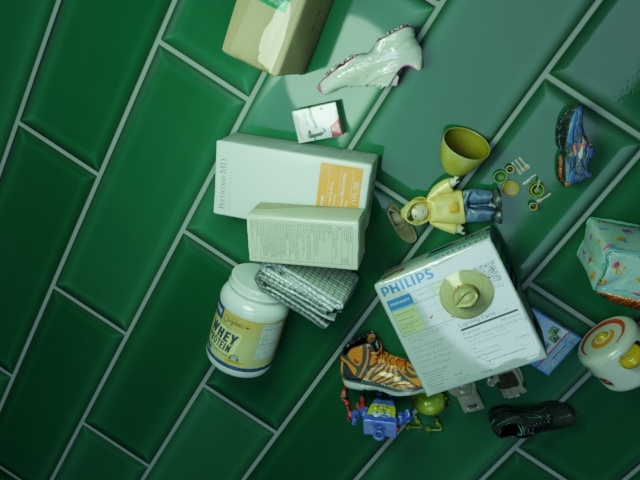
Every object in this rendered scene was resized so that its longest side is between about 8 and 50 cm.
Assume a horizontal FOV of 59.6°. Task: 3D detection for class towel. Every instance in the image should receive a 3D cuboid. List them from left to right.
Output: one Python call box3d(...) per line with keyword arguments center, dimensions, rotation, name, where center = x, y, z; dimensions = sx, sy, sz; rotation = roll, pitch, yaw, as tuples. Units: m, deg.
box3d(center=(-0.040, 0.121, 1.711), dimensions=(0.284, 0.235, 0.121), rotation=(31, 116, 2), name="towel")

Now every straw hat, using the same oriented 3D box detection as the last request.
box3d(center=(0.380, 0.148, 1.459), dimensions=(0.144, 0.061, 0.144), rotation=(3, 102, 14), name="straw hat")

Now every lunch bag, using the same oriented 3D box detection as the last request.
box3d(center=(0.851, 0.050, 1.481), dimensions=(0.262, 0.223, 0.160), rotation=(9, 117, 9), name="lunch bag")

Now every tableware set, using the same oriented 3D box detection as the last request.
box3d(center=(0.570, -0.153, 1.585), dimensions=(0.104, 0.024, 0.154), rotation=(-39, 97, 22), name="tableware set")

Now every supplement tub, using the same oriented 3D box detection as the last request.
box3d(center=(-0.228, 0.254, 1.802), dimensions=(0.228, 0.228, 0.316), rotation=(20, 112, 6), name="supplement tub")

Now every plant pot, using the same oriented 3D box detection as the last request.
box3d(center=(0.388, -0.235, 1.554), dimensions=(0.134, 0.134, 0.095), rotation=(24, 139, 4), name="plant pot")

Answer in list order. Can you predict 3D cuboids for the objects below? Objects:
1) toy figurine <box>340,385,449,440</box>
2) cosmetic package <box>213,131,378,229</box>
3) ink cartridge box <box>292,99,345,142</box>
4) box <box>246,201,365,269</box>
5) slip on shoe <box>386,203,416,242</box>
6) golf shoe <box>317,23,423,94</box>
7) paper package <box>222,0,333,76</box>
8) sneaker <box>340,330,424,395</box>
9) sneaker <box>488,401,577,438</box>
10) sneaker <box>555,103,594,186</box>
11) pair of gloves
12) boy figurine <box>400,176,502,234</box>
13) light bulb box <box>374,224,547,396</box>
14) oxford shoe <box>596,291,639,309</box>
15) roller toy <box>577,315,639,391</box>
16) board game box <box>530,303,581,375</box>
box3d(center=(0.229, 0.597, 1.821), dimensions=(0.363, 0.217, 0.191), rotation=(5, 110, 12), name="toy figurine")
box3d(center=(-0.073, -0.168, 1.656), dimensions=(0.453, 0.161, 0.230), rotation=(10, 111, 10), name="cosmetic package")
box3d(center=(-0.006, -0.346, 1.634), dimensions=(0.135, 0.056, 0.099), rotation=(-9, 107, 15), name="ink cartridge box")
box3d(center=(-0.036, -0.016, 1.549), dimensions=(0.311, 0.121, 0.148), rotation=(5, 113, 12), name="box")
box3d(center=(0.244, -0.047, 1.688), dimensions=(0.051, 0.041, 0.135), rotation=(-27, 101, 20), name="slip on shoe")
box3d(center=(0.137, -0.462, 1.534), dimensions=(0.306, 0.115, 0.140), rotation=(-25, 105, 21), name="golf shoe")
box3d(center=(-0.087, -0.600, 1.429), dimensions=(0.168, 0.309, 0.325), rotation=(26, 111, 3), name="paper package")
box3d(center=(0.214, 0.392, 1.803), dimensions=(0.321, 0.124, 0.180), rotation=(-2, 109, 14), name="sneaker")
box3d(center=(0.676, 0.585, 1.773), dimensions=(0.267, 0.106, 0.101), rotation=(-11, 105, 15), name="sneaker")
box3d(center=(0.687, -0.257, 1.501), dimensions=(0.087, 0.083, 0.221), rotation=(-7, 113, 1), name="sneaker")
box3d(center=(0.521, 0.441, 1.793), dimensions=(0.240, 0.042, 0.204), rotation=(-30, 105, 26), name="pair of gloves")
box3d(center=(0.374, -0.101, 1.614), dimensions=(0.285, 0.092, 0.177), rotation=(-1, 111, 10), name="boy figurine")
box3d(center=(0.404, 0.198, 1.614), dimensions=(0.358, 0.225, 0.361), rotation=(-25, 93, 20), name="light bulb box")
box3d(center=(0.970, 0.132, 1.558), dimensions=(0.364, 0.130, 0.132), rotation=(5, 81, 15), name="oxford shoe")
box3d(center=(0.844, 0.318, 1.590), dimensions=(0.146, 0.209, 0.191), rotation=(44, 132, -3), name="roller toy")
box3d(center=(0.655, 0.295, 1.711), dimensions=(0.211, 0.039, 0.160), rotation=(32, 113, 1), name="board game box")
